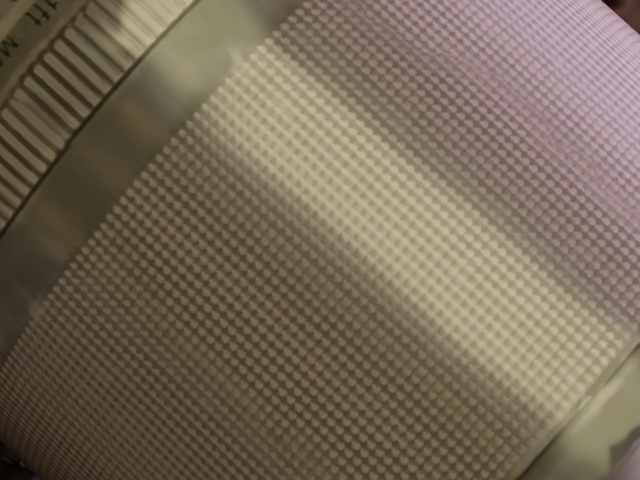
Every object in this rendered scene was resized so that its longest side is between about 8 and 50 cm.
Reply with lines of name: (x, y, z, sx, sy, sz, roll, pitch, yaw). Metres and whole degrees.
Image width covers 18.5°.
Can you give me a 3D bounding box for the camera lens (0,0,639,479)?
camera lens: (0.000, 0.000, 0.595, 0.274, 0.219, 0.219, 43, 69, 6)
